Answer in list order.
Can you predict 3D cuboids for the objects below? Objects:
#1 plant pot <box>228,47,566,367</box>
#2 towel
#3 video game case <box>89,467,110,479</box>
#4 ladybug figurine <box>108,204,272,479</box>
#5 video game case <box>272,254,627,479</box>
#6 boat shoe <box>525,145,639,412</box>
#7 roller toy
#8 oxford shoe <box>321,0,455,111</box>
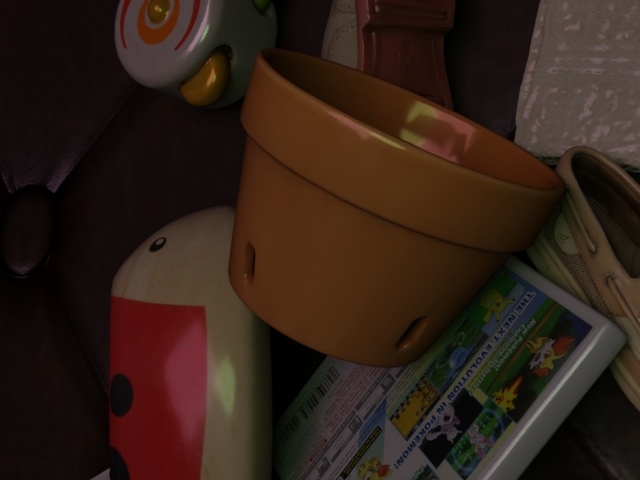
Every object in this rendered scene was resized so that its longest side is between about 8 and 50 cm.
[{"bbox_3d":[0.042,-0.024,0.819,0.291,0.291,0.203,38,113,35],"label":"plant pot"},{"bbox_3d":[0.325,-0.151,0.855,0.282,0.049,0.187,12,89,36],"label":"towel"},{"bbox_3d":[-0.218,0.376,1.153,0.227,0.026,0.206,-34,63,25],"label":"video game case"},{"bbox_3d":[-0.144,0.187,0.972,0.305,0.162,0.449,164,105,-79],"label":"ladybug figurine"},{"bbox_3d":[0.092,0.151,0.860,0.329,0.036,0.300,-53,28,4],"label":"video game case"},{"bbox_3d":[0.298,0.057,0.763,0.341,0.121,0.110,52,148,33],"label":"boat shoe"},{"bbox_3d":[-0.167,-0.275,1.174,0.191,0.146,0.209,11,88,37],"label":"roller toy"},{"bbox_3d":[0.065,-0.151,1.018,0.146,0.140,0.397,-170,88,-68],"label":"oxford shoe"}]
